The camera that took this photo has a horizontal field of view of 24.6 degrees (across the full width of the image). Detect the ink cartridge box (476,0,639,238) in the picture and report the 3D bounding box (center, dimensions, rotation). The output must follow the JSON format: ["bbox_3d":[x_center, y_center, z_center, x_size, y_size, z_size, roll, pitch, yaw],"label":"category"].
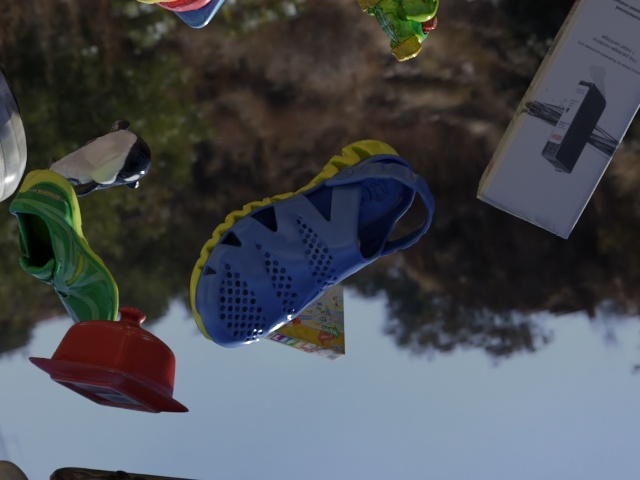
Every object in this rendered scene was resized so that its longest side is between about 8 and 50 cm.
[{"bbox_3d":[0.291,-0.153,1.673,0.114,0.273,0.197,28,-169,2],"label":"ink cartridge box"}]

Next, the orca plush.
[{"bbox_3d":[-0.353,-0.100,2.417,0.287,0.102,0.151,-24,-143,39],"label":"orca plush"}]

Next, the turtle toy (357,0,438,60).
[{"bbox_3d":[0.097,-0.260,1.672,0.066,0.095,0.130,-36,-173,-4],"label":"turtle toy"}]

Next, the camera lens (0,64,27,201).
[{"bbox_3d":[-0.410,-0.080,1.267,0.274,0.219,0.219,-36,-164,-31],"label":"camera lens"}]

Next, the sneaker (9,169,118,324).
[{"bbox_3d":[-0.412,0.035,2.293,0.109,0.296,0.123,-1,-147,34],"label":"sneaker"}]

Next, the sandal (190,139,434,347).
[{"bbox_3d":[0.000,0.000,1.538,0.317,0.126,0.138,-40,-151,-23],"label":"sandal"}]

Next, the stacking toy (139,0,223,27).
[{"bbox_3d":[-0.250,-0.383,1.974,0.175,0.166,0.302,-53,163,30],"label":"stacking toy"}]

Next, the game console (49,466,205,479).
[{"bbox_3d":[-0.174,0.398,2.048,0.342,0.060,0.386,6,-173,-30],"label":"game console"}]

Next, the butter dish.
[{"bbox_3d":[-0.249,0.140,1.827,0.160,0.118,0.160,3,157,34],"label":"butter dish"}]

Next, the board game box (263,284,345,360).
[{"bbox_3d":[-0.036,0.090,1.942,0.154,0.103,0.026,20,143,-32],"label":"board game box"}]

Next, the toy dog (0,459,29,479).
[{"bbox_3d":[-0.459,0.453,1.839,0.161,0.334,0.220,34,-166,20],"label":"toy dog"}]
